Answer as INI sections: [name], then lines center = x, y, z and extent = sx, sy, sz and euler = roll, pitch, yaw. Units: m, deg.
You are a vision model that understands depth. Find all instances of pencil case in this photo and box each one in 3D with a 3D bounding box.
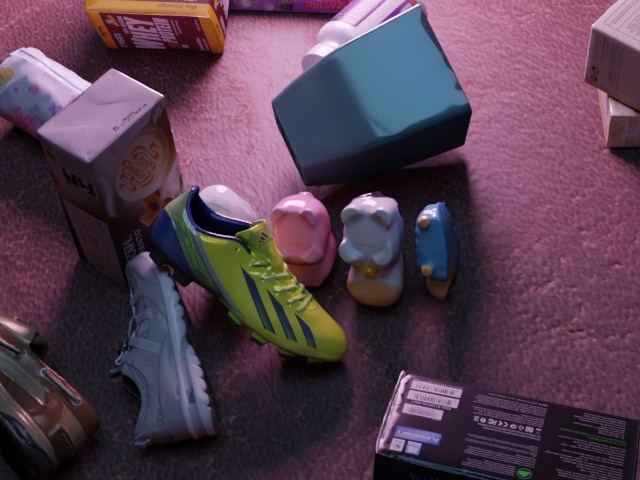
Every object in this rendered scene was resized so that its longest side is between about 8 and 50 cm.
[pencil case]
center = -0.342, -0.176, 1.854
extent = 0.273, 0.124, 0.113
euler = 28, 58, 25

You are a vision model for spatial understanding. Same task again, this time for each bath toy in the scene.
[bath toy]
center = 0.000, 0.000, 1.684
extent = 0.348, 0.152, 0.129
euler = 7, 15, 14

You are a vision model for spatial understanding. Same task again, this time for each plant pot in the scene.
[plant pot]
center = 0.061, -0.177, 1.778
extent = 0.234, 0.166, 0.166
euler = -24, 78, -4

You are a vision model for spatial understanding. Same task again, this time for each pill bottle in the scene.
[pill bottle]
center = 0.063, -0.297, 1.936
extent = 0.108, 0.108, 0.193
euler = 30, 58, 26

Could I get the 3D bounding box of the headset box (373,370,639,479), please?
[headset box]
center = 0.177, 0.301, 1.328
extent = 0.246, 0.283, 0.131
euler = 11, 36, 12

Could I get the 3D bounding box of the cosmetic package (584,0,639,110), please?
[cosmetic package]
center = 0.528, -0.225, 1.752
extent = 0.309, 0.113, 0.160
euler = 35, 62, 26

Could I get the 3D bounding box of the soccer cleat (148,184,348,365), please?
[soccer cleat]
center = -0.076, 0.044, 1.602
extent = 0.289, 0.121, 0.093
euler = 36, 14, -1

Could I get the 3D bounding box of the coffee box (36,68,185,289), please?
[coffee box]
center = -0.259, -0.076, 1.683
extent = 0.098, 0.247, 0.141
euler = 29, 58, 27

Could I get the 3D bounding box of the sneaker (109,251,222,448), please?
[sneaker]
center = -0.212, 0.128, 1.604
extent = 0.115, 0.105, 0.281
euler = -19, 49, -4

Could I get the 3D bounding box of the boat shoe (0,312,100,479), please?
[boat shoe]
center = -0.390, 0.154, 1.597
extent = 0.120, 0.123, 0.324
euler = -32, 63, -27

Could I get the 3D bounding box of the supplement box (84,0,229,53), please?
[supplement box]
center = -0.239, -0.403, 1.991
extent = 0.191, 0.129, 0.194
euler = 4, 74, 7

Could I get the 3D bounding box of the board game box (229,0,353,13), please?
[board game box]
center = -0.060, -0.453, 2.116
extent = 0.346, 0.056, 0.208
euler = 4, 47, 8

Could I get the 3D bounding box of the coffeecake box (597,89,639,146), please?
[coffeecake box]
center = 0.495, -0.205, 1.854
extent = 0.185, 0.068, 0.142
euler = 0, 50, 3
